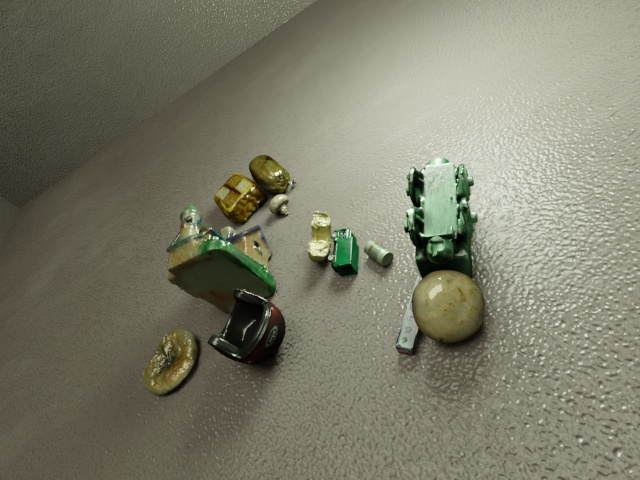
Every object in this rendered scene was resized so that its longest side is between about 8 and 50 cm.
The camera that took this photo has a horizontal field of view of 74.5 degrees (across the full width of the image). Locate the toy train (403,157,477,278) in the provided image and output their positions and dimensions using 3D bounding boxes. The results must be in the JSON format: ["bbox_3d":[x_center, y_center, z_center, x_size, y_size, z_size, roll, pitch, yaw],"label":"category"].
[{"bbox_3d":[0.307,-0.053,1.050,0.167,0.238,0.299,-5,53,23],"label":"toy train"}]

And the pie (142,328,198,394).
[{"bbox_3d":[-0.475,0.393,1.359,0.185,0.052,0.218,14,65,36],"label":"pie"}]

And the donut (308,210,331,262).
[{"bbox_3d":[0.001,0.000,1.329,0.065,0.108,0.165,1,61,6],"label":"donut"}]

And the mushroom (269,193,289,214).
[{"bbox_3d":[-0.147,-0.128,1.572,0.079,0.085,0.085,43,83,13],"label":"mushroom"}]

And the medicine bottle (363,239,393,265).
[{"bbox_3d":[0.167,0.036,1.215,0.047,0.047,0.083,-45,42,-6],"label":"medicine bottle"}]

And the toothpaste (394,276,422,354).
[{"bbox_3d":[0.237,0.184,1.043,0.047,0.040,0.196,6,58,33],"label":"toothpaste"}]

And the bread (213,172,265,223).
[{"bbox_3d":[-0.337,-0.176,1.719,0.181,0.096,0.222,-47,40,-5],"label":"bread"}]

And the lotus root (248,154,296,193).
[{"bbox_3d":[-0.208,-0.264,1.686,0.123,0.124,0.241,-43,42,-7],"label":"lotus root"}]

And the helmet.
[{"bbox_3d":[-0.198,0.247,1.180,0.216,0.193,0.189,0,58,49],"label":"helmet"}]

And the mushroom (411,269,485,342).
[{"bbox_3d":[0.293,0.150,0.966,0.166,0.127,0.166,-1,84,13],"label":"mushroom"}]

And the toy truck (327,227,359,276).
[{"bbox_3d":[0.070,0.032,1.275,0.079,0.065,0.147,-14,48,23],"label":"toy truck"}]

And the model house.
[{"bbox_3d":[-0.318,0.032,1.370,0.245,0.312,0.280,-26,45,19],"label":"model house"}]
